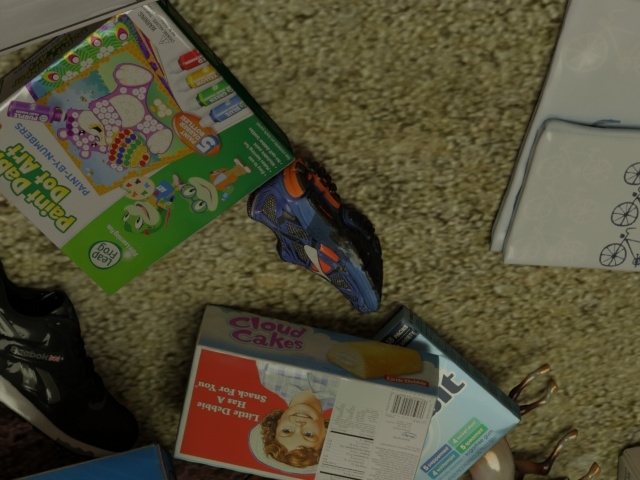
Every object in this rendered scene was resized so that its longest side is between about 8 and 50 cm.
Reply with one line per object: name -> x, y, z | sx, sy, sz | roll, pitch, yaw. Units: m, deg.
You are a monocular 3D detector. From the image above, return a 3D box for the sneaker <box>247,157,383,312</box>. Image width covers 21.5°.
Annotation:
sneaker -> 0.000, 0.000, 1.780 | 0.087, 0.083, 0.221 | -17, 130, 25

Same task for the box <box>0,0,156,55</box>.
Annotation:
box -> -0.243, -0.281, 1.521 | 0.290, 0.087, 0.169 | -19, 125, -2

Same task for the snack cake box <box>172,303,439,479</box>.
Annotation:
snack cake box -> -0.015, 0.180, 1.834 | 0.264, 0.089, 0.152 | 13, 119, -2

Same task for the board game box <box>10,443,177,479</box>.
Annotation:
board game box -> -0.302, 0.295, 1.766 | 0.308, 0.302, 0.086 | -14, 82, -4

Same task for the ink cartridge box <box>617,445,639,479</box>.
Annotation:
ink cartridge box -> 0.522, 0.344, 2.101 | 0.283, 0.117, 0.207 | -10, 124, -8

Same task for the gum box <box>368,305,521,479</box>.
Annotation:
gum box -> 0.107, 0.190, 1.910 | 0.184, 0.041, 0.157 | 42, 107, -11

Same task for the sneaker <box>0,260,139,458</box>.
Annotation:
sneaker -> -0.280, 0.125, 1.770 | 0.283, 0.107, 0.124 | 37, 102, -31

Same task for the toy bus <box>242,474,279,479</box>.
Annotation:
toy bus -> -0.144, 0.375, 1.847 | 0.333, 0.130, 0.108 | -37, 83, -10

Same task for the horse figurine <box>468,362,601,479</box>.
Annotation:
horse figurine -> 0.224, 0.251, 1.999 | 0.174, 0.066, 0.263 | -30, 122, -1

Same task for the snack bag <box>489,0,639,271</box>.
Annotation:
snack bag -> 0.375, -0.112, 1.817 | 0.323, 0.037, 0.342 | 5, 121, -17

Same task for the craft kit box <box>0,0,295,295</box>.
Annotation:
craft kit box -> -0.195, -0.100, 1.673 | 0.247, 0.061, 0.250 | -35, 124, 13
